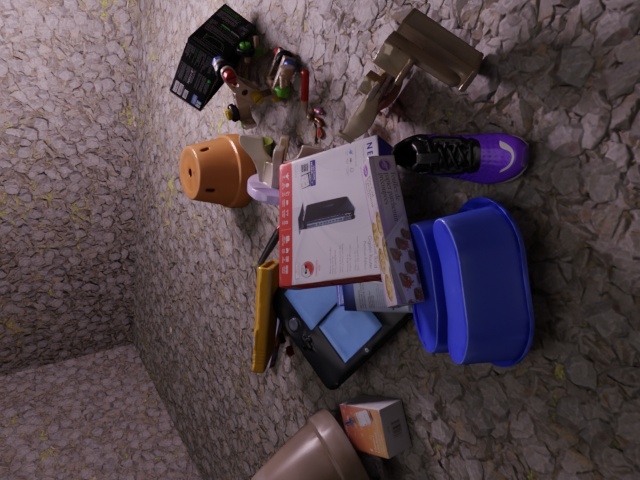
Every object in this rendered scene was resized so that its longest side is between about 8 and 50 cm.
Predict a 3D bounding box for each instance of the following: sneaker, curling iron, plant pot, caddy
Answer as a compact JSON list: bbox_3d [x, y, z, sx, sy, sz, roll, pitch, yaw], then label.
[{"bbox_3d":[0.263,-0.167,0.940,0.293,0.146,0.102,16,109,52],"label":"sneaker"},{"bbox_3d":[-0.143,-0.035,1.524,0.068,0.035,0.273,27,95,43],"label":"curling iron"},{"bbox_3d":[-0.032,0.701,1.325,0.323,0.281,0.323,53,159,30],"label":"plant pot"},{"bbox_3d":[-0.204,-0.309,1.602,0.083,0.083,0.079,39,140,42],"label":"plant pot"},{"bbox_3d":[-0.408,-0.263,1.769,0.291,0.204,0.290,14,108,52],"label":"plant pot"},{"bbox_3d":[0.303,0.086,0.921,0.241,0.179,0.341,171,92,-76],"label":"caddy"}]

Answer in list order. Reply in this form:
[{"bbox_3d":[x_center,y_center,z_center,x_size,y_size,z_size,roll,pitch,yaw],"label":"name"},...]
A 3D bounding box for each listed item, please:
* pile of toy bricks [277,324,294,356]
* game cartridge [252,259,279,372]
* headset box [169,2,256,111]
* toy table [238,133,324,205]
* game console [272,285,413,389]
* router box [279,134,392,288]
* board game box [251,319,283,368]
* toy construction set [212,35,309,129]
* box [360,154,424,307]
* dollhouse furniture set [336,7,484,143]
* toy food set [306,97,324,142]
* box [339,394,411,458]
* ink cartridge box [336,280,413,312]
[{"bbox_3d":[-0.100,0.295,1.558,0.105,0.118,0.212,126,127,-63],"label":"pile of toy bricks"},{"bbox_3d":[-0.176,0.235,1.519,0.285,0.053,0.323,-58,-26,-88],"label":"game cartridge"},{"bbox_3d":[-0.369,-0.633,1.592,0.246,0.131,0.283,-42,20,48],"label":"headset box"},{"bbox_3d":[-0.126,-0.220,1.388,0.274,0.252,0.160,-115,34,-63],"label":"toy table"},{"bbox_3d":[0.043,0.179,1.293,0.386,0.060,0.342,-52,60,28],"label":"game console"},{"bbox_3d":[0.037,-0.059,1.145,0.301,0.082,0.335,-11,73,34],"label":"router box"},{"bbox_3d":[-0.200,0.337,1.764,0.145,0.027,0.281,40,127,39],"label":"board game box"},{"bbox_3d":[-0.170,-0.454,1.446,0.309,0.257,0.237,29,140,25],"label":"toy construction set"},{"bbox_3d":[0.149,-0.020,0.983,0.067,0.063,0.323,134,128,-72],"label":"box"},{"bbox_3d":[0.162,-0.274,0.997,0.174,0.303,0.355,33,135,-1],"label":"dollhouse furniture set"},{"bbox_3d":[-0.014,-0.357,1.376,0.078,0.019,0.122,-7,91,54],"label":"toy food set"},{"bbox_3d":[0.150,0.511,1.281,0.170,0.091,0.130,-20,81,53],"label":"box"},{"bbox_3d":[0.150,0.083,1.145,0.311,0.065,0.185,-5,92,38],"label":"ink cartridge box"}]
